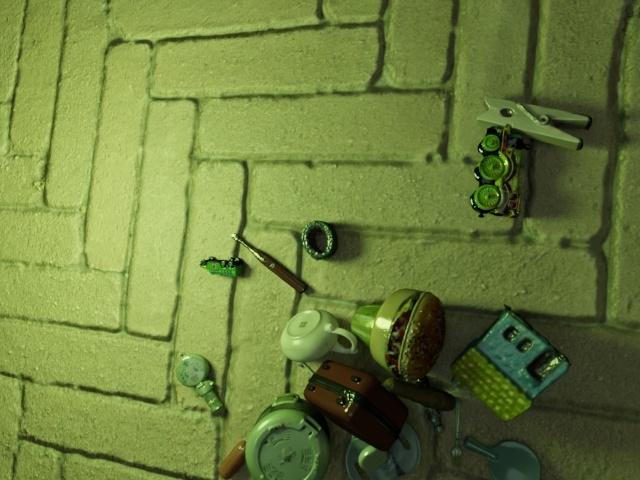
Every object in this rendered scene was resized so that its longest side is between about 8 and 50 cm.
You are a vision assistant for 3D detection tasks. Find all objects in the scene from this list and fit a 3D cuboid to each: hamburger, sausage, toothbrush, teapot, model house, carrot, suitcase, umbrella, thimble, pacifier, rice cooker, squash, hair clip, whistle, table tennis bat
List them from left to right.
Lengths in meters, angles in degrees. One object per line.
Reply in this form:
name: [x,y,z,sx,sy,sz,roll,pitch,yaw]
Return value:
whistle: [-0.456,0.531,1.908,0.126,0.067,0.258,-37,80,-1]
sausage: [-0.311,0.801,1.840,0.062,0.062,0.154,39,97,17]
toothbrush: [-0.196,0.078,1.868,0.364,0.041,0.041,37,97,17]
rice cooker: [-0.103,0.671,1.671,0.288,0.277,0.289,0,86,0]
teapot: [-0.016,0.334,1.712,0.299,0.208,0.166,2,117,31]
toothbrush: [-0.001,0.499,1.784,0.257,0.018,0.024,37,100,17]
thimble: [0.001,-0.003,1.781,0.118,0.090,0.135,-25,80,15]
suitcase: [0.108,0.509,1.580,0.236,0.297,0.161,46,67,-23]
pacifier: [0.175,0.684,1.617,0.279,0.207,0.227,-44,63,10]
squash: [0.186,0.284,1.673,0.122,0.170,0.170,12,90,38]
hamburger: [0.286,0.295,1.566,0.176,0.300,0.300,16,91,35]
carrot: [0.307,0.471,1.539,0.070,0.342,0.070,-28,50,38]
umbrella: [0.357,0.535,1.654,0.050,0.046,0.188,-26,80,39]
table tennis bat: [0.562,0.682,1.568,0.237,0.038,0.149,21,75,22]
model house: [0.555,0.374,1.520,0.237,0.215,0.303,44,105,15]
hair clip: [0.670,-0.373,1.596,0.330,0.085,0.101,20,90,25]

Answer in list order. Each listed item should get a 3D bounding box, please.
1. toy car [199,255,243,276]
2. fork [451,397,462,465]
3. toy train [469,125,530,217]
toy car: [-0.376,0.098,1.910,0.165,0.071,0.063,3,101,18]
fork: [0.443,0.621,1.625,0.034,0.028,0.220,3,87,22]
toy train: [0.573,-0.214,1.610,0.160,0.100,0.296,8,88,11]
